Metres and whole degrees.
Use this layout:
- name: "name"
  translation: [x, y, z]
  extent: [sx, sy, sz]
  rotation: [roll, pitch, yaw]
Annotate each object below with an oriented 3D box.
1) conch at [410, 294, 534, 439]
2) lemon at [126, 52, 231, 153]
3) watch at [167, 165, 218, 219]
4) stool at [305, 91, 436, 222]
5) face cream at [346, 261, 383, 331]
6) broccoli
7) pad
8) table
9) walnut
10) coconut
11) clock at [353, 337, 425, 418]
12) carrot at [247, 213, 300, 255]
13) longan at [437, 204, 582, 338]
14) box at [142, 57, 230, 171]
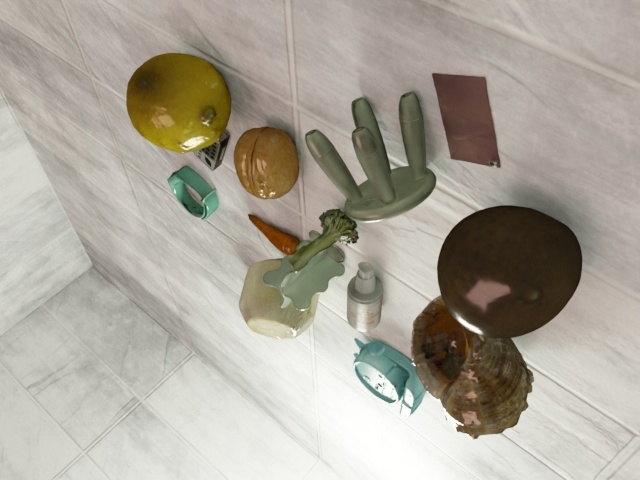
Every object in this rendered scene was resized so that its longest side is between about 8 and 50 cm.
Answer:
- name: "conch"
  translation: [0.356, 0.273, 1.492]
  extent: [0.297, 0.210, 0.352]
  rotation: [20, 109, 46]
- name: "lemon"
  translation: [-0.360, -0.350, 1.626]
  extent: [0.284, 0.260, 0.260]
  rotation: [-6, 123, 50]
- name: "watch"
  translation: [-0.434, -0.160, 2.180]
  extent: [0.195, 0.068, 0.237]
  rotation: [53, 153, -13]
- name: "stool"
  translation: [0.105, -0.164, 1.264]
  extent: [0.195, 0.195, 0.198]
  rotation: [7, 130, 52]
- name: "face cream"
  translation: [0.122, 0.146, 1.750]
  extent: [0.101, 0.101, 0.251]
  rotation: [34, 150, 25]
- name: "broccoli"
  translation: [0.001, 0.002, 1.627]
  extent: [0.118, 0.204, 0.122]
  rotation: [53, 167, -9]
- name: "pad"
  translation: [0.266, -0.216, 1.165]
  extent: [0.113, 0.006, 0.187]
  rotation: [20, 142, 43]
- name: "table"
  translation: [-0.046, 0.095, 1.815]
  extent: [0.166, 0.198, 0.166]
  rotation: [35, 150, 24]
- name: "walnut"
  translation: [-0.135, -0.193, 1.612]
  extent: [0.165, 0.165, 0.197]
  rotation: [32, 142, 27]
- name: "coconut"
  translation: [-0.123, 0.172, 2.009]
  extent: [0.245, 0.247, 0.245]
  rotation: [10, 149, 6]
- name: "clock"
  translation: [0.201, 0.423, 2.011]
  extent: [0.274, 0.094, 0.223]
  rotation: [32, 148, 25]
- name: "carrot"
  translation: [-0.149, -0.019, 1.971]
  extent: [0.257, 0.061, 0.061]
  rotation: [31, 149, 33]
- name: "longan"
  translation: [0.337, 0.056, 1.162]
  extent: [0.258, 0.258, 0.258]
  rotation: [35, 150, 23]
- name: "box"
  translation: [-0.403, -0.367, 1.885]
  extent: [0.325, 0.047, 0.180]
  rotation: [46, 153, 4]
